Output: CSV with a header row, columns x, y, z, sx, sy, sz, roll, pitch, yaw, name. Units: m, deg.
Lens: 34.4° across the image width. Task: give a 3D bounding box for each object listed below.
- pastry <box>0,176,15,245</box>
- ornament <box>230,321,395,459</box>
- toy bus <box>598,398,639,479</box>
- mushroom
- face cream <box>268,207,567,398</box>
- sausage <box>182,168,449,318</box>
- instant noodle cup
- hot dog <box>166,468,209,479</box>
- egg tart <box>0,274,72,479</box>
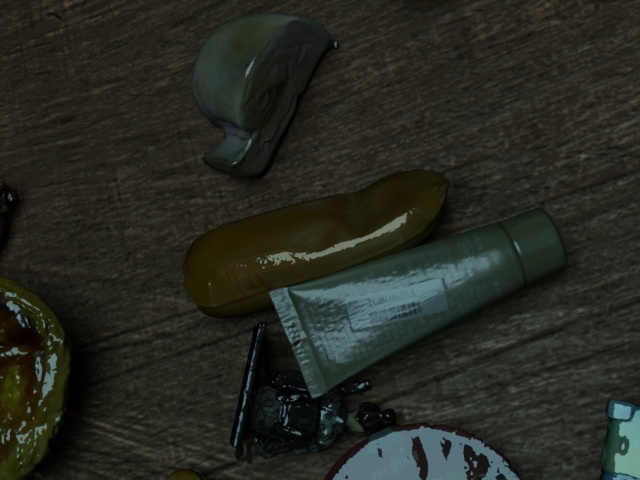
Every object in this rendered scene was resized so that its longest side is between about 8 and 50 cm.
x,y,z,sx,sy,sz,roll,pitch,yaw,name
-0.527,-0.004,1.498,0.097,0.115,0.209,17,84,34,pastry
-0.005,0.206,1.287,0.196,0.153,0.166,13,81,-3,ornament
0.442,0.278,1.073,0.312,0.152,0.190,11,80,20,toy bus
-0.120,-0.219,1.377,0.162,0.173,0.236,24,85,25,mushroom
0.121,0.060,1.230,0.341,0.084,0.137,-22,89,-3,face cream
0.002,0.004,1.307,0.354,0.116,0.134,-17,28,14,sausage
0.126,0.348,1.194,0.274,0.091,0.274,-4,76,17,instant noodle cup
-0.119,0.391,1.279,0.100,0.068,0.249,-42,70,-6,hot dog
-0.481,0.192,1.398,0.339,0.153,0.351,44,102,8,egg tart
